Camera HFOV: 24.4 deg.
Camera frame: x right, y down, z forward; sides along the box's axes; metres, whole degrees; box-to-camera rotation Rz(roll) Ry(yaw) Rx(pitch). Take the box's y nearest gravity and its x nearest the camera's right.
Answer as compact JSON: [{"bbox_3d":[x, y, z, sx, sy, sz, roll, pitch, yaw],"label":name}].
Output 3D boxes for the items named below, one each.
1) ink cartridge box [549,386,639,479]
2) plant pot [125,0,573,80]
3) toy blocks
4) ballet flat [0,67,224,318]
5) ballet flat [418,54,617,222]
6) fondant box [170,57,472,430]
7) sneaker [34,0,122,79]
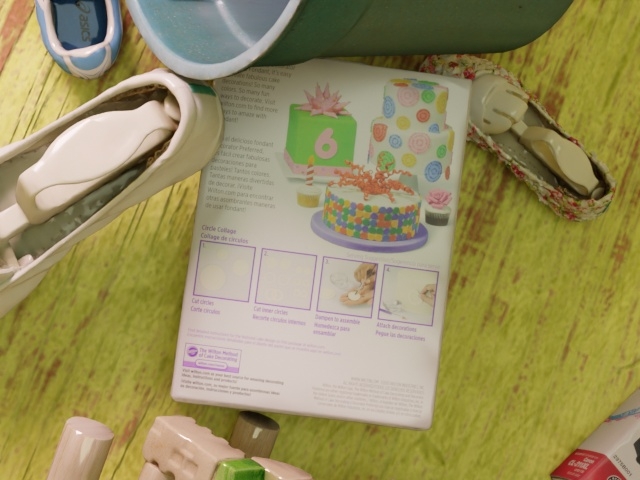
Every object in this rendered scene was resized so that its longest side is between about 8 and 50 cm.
[{"bbox_3d":[0.340,0.226,1.481,0.175,0.072,0.127,-42,96,-13],"label":"ink cartridge box"},{"bbox_3d":[0.046,-0.301,1.297,0.334,0.341,0.341,0,86,-36],"label":"plant pot"},{"bbox_3d":[-0.079,0.321,1.271,0.309,0.289,0.260,5,109,-55],"label":"toy blocks"},{"bbox_3d":[-0.263,-0.028,1.273,0.400,0.139,0.139,-34,95,0],"label":"ballet flat"},{"bbox_3d":[0.205,-0.110,1.468,0.241,0.077,0.091,37,79,-9],"label":"ballet flat"},{"bbox_3d":[0.000,0.000,1.378,0.238,0.096,0.330,8,85,-3],"label":"fondant box"},{"bbox_3d":[-0.233,-0.266,1.363,0.085,0.086,0.237,-15,88,-13],"label":"sneaker"}]
